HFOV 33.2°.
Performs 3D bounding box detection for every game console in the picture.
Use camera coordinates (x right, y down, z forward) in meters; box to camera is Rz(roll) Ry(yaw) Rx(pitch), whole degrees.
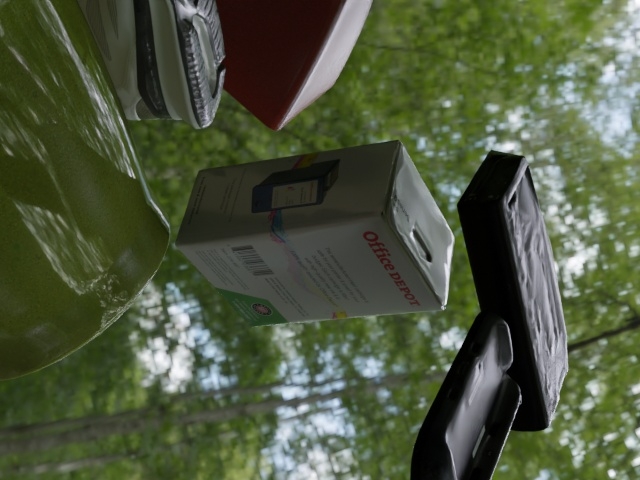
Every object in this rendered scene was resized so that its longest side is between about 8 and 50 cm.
[{"bbox_3d":[0.127,0.085,0.816,0.044,0.361,0.213,-5,-66,26],"label":"game console"}]

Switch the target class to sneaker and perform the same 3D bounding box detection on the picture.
[{"bbox_3d":[-0.256,-0.304,1.089,0.169,0.258,0.447,-77,167,-47],"label":"sneaker"}]

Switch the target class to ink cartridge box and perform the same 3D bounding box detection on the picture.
[{"bbox_3d":[0.000,0.000,0.997,0.212,0.154,0.093,-6,-128,28],"label":"ink cartridge box"}]

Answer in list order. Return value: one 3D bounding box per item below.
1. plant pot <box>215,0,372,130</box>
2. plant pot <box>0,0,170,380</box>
[{"bbox_3d":[-0.059,-0.381,1.722,0.267,0.267,0.235,41,-57,0],"label":"plant pot"},{"bbox_3d":[-0.314,-0.078,0.907,0.366,0.366,0.353,17,-35,52],"label":"plant pot"}]
